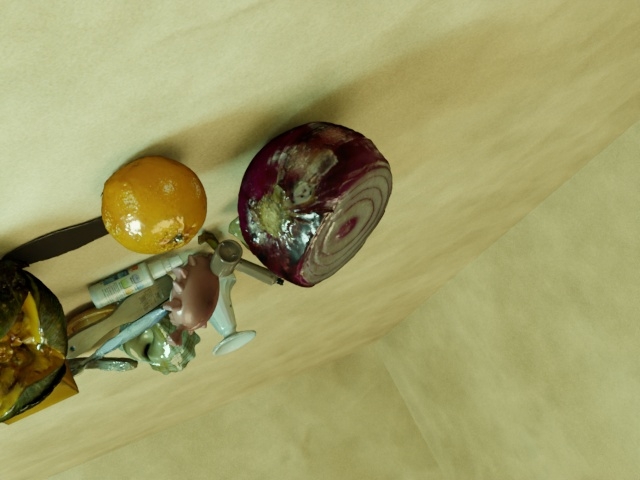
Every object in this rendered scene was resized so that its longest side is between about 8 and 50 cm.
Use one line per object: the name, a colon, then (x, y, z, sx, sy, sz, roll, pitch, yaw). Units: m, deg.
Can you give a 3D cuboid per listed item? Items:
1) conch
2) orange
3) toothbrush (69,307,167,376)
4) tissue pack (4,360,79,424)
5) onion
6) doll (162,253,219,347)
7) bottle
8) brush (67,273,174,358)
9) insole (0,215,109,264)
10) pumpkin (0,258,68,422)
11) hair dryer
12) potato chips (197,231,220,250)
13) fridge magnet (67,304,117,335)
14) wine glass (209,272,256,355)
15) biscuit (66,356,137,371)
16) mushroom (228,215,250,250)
conch: (-0.442, 0.237, 2.056, 0.203, 0.169, 0.386, -31, 127, -10)
orange: (-0.294, -0.057, 1.394, 0.193, 0.161, 0.193, -21, 162, -7)
toothbrush: (-0.518, 0.260, 1.951, 0.413, 0.035, 0.042, -33, -171, 28)
tissue pack: (-0.721, 0.322, 1.864, 0.194, 0.145, 0.274, -26, 162, -14)
onion: (-0.023, -0.095, 1.543, 0.282, 0.260, 0.336, -23, 146, -42)
doll: (-0.307, 0.139, 1.886, 0.093, 0.261, 0.211, 8, 152, 21)
bottle: (-0.420, 0.088, 1.787, 0.217, 0.060, 0.060, -24, 162, -10)
brush: (-0.472, 0.169, 1.799, 0.065, 0.070, 0.327, 10, -148, 36)
insole: (-0.460, -0.015, 1.522, 0.328, 0.007, 0.111, -23, 164, -14)
pumpkin: (-0.614, 0.192, 1.425, 0.320, 0.192, 0.320, -36, 136, -45)
hair dryer: (-0.171, 0.069, 1.852, 0.117, 0.182, 0.064, 126, -13, -63)
potato chips: (-0.258, 0.008, 1.857, 0.026, 0.037, 0.204, -19, 169, 3)
fridge magnet: (-0.553, 0.202, 1.907, 0.143, 0.063, 0.143, -24, 165, -7)
wine glass: (-0.268, 0.194, 2.102, 0.165, 0.196, 0.165, -28, 164, -9)
biscuit: (-0.588, 0.332, 2.107, 0.250, 0.032, 0.133, -1, 176, 18)
mushroom: (-0.066, -0.031, 1.780, 0.292, 0.211, 0.217, -27, 172, 19)
